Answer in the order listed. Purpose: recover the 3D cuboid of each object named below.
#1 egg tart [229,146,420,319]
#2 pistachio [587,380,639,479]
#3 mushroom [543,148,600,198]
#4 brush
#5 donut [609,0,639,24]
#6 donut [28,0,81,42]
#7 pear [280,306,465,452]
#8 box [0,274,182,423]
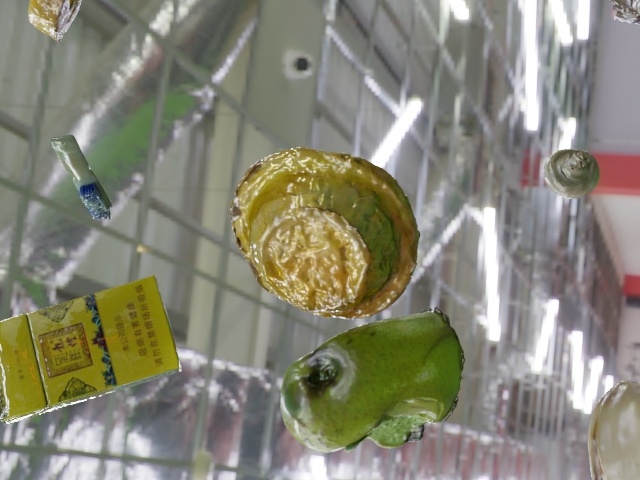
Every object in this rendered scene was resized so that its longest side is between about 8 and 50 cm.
[{"bbox_3d":[0.000,0.000,1.664,0.118,0.288,0.288,-59,-32,-60],"label":"egg tart"},{"bbox_3d":[0.405,0.283,1.476,0.144,0.144,0.215,52,-149,-63],"label":"pistachio"},{"bbox_3d":[0.381,-0.108,1.771,0.079,0.085,0.085,82,-162,-69],"label":"mushroom"},{"bbox_3d":[-0.318,-0.081,1.570,0.178,0.033,0.030,74,-170,-59],"label":"brush"},{"bbox_3d":[0.296,-0.288,0.904,0.270,0.103,0.270,-53,-2,-2],"label":"donut"},{"bbox_3d":[-0.396,-0.380,1.784,0.152,0.058,0.152,-63,8,16],"label":"donut"},{"bbox_3d":[0.074,0.225,1.806,0.255,0.238,0.164,1,-126,-46],"label":"pear"},{"bbox_3d":[-0.363,0.166,1.788,0.041,0.279,0.153,88,165,-74],"label":"box"}]
